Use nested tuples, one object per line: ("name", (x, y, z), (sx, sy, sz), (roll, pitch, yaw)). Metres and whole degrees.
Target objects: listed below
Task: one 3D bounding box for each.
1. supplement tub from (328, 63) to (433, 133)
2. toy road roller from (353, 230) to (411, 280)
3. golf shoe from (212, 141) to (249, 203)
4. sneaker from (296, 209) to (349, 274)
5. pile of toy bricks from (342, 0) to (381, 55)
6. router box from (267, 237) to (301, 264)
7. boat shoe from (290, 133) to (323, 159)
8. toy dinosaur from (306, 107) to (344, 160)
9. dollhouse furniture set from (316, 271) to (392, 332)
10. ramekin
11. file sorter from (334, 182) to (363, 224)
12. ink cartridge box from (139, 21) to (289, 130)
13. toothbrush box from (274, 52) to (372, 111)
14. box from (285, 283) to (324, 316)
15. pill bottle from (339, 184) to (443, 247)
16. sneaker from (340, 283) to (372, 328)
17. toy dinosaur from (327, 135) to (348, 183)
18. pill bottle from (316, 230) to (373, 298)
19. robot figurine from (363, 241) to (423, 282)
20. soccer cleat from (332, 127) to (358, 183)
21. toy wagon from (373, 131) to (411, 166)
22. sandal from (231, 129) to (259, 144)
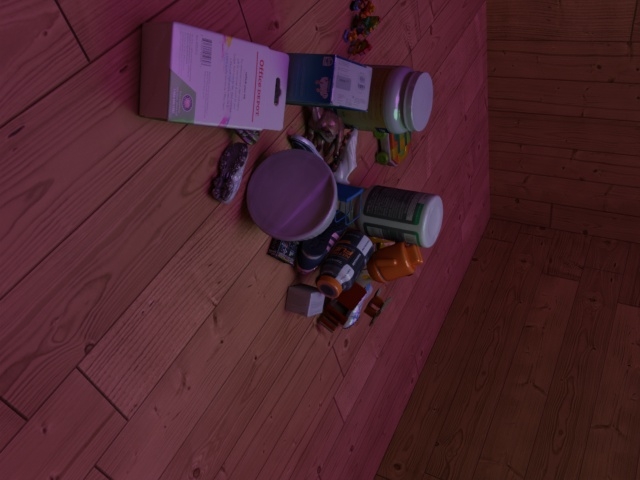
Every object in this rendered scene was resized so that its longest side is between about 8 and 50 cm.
("supplement tub", (0.205, -0.487, 1.880), (0.228, 0.316, 0.229), (-31, 127, -52))
("toy road roller", (0.242, 0.034, 2.332), (0.329, 0.240, 0.203), (-5, 110, -21))
("golf shoe", (-0.241, -0.182, 1.493), (0.086, 0.069, 0.176), (69, 42, -75))
("sneaker", (0.000, 0.000, 1.964), (0.319, 0.112, 0.131), (-46, 166, -49))
("pile of toy bricks", (0.163, -0.764, 1.914), (0.118, 0.105, 0.212), (42, 64, -58))
("router box", (-0.117, 0.022, 1.799), (0.122, 0.038, 0.092), (34, 71, -59))
("boat shoe", (-0.052, -0.267, 1.773), (0.183, 0.065, 0.083), (40, 72, -54))
("toy dinosaur", (0.028, -0.393, 1.816), (0.296, 0.127, 0.201), (52, 49, -61))
("dollhouse furniture set", (0.097, 0.232, 2.069), (0.135, 0.262, 0.259), (-46, 170, -40))
("ramekin", (-0.071, -0.121, 1.607), (0.127, 0.272, 0.273), (41, 65, -70))
("file sorter", (0.044, -0.132, 1.893), (0.118, 0.170, 0.105), (-36, 135, -50))
("ink cartridge box", (-0.240, -0.372, 1.291), (0.353, 0.119, 0.207), (-6, 106, -50))
("toothbrush box", (-0.039, -0.432, 1.492), (0.216, 0.295, 0.126), (-12, 111, -58))
("box", (-0.053, 0.209, 1.922), (0.101, 0.101, 0.087), (-5, 107, -59))
("pill bottle", (0.267, -0.102, 2.097), (0.204, 0.360, 0.204), (-32, 128, -52))
("sneaker", (0.141, 0.267, 2.327), (0.086, 0.085, 0.237), (43, 65, -28))
("toy dinosaur", (0.066, -0.273, 1.989), (0.268, 0.064, 0.118), (-68, 157, -10))
("pill bottle", (0.082, 0.089, 1.926), (0.246, 0.130, 0.131), (-54, 144, -36))
("robot figurine", (0.262, 0.081, 2.010), (0.128, 0.219, 0.158), (59, 25, -22))
("soccer cleat", (0.099, -0.292, 1.901), (0.068, 0.076, 0.196), (-134, -116, -80))
("toy wagon", (0.314, -0.492, 2.328), (0.267, 0.068, 0.345), (-48, 140, -42))
("sandal", (-0.228, -0.328, 1.446), (0.072, 0.049, 0.180), (-49, 127, -18))
